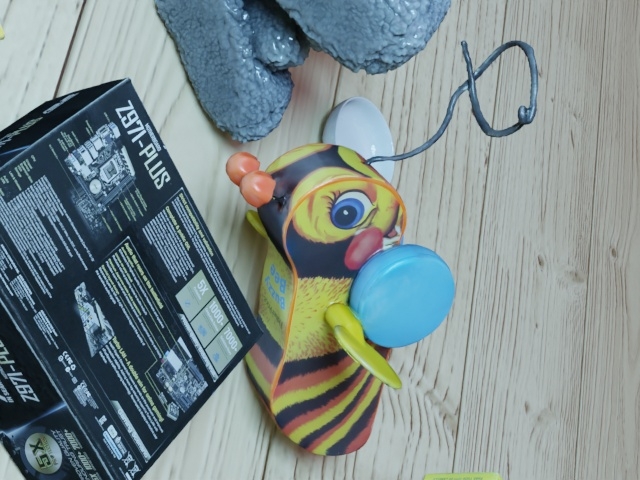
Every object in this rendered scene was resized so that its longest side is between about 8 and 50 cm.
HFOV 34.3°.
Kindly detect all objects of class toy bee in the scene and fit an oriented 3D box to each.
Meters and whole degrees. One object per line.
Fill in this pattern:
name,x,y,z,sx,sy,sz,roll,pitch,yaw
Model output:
toy bee,0.000,0.000,0.680,0.162,0.195,0.298,10,93,-30

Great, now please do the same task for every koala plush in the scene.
koala plush,0.007,-0.215,0.725,0.221,0.196,0.203,-37,102,-45

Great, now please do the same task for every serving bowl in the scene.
serving bowl,0.027,-0.074,0.847,0.083,0.027,0.083,13,74,-51

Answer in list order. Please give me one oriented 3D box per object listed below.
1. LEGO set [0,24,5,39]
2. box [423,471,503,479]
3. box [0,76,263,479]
LEGO set,-0.215,-0.052,0.461,0.132,0.107,0.287,2,70,-24
box,0.068,0.253,0.602,0.087,0.058,0.232,55,42,-27
box,-0.132,0.025,0.577,0.147,0.077,0.180,-50,122,-45
